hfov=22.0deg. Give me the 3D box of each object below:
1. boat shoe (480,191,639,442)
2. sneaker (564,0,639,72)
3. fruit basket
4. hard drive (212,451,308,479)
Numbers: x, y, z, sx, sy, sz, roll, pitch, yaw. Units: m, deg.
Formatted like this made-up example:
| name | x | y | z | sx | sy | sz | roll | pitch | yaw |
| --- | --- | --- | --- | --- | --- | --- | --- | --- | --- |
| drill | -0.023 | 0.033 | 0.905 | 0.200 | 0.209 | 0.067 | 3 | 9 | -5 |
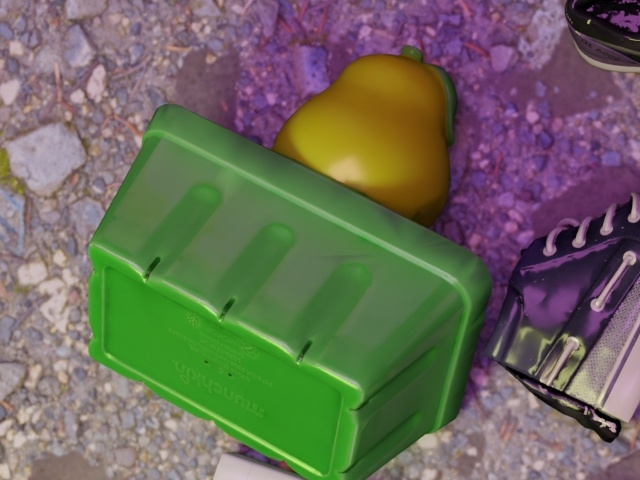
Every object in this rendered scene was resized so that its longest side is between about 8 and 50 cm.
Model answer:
| name | x | y | z | sx | sy | sz | roll | pitch | yaw |
| --- | --- | --- | --- | --- | --- | --- | --- | --- | --- |
| boat shoe | 0.274 | 0.003 | 1.511 | 0.158 | 0.127 | 0.340 | 26 | 92 | 11 |
| sneaker | 0.365 | -0.195 | 1.508 | 0.283 | 0.124 | 0.107 | 2 | 85 | 16 |
| fruit basket | 0.000 | 0.000 | 1.565 | 0.392 | 0.283 | 0.392 | 4 | 47 | -4 |
| hard drive | 0.036 | 0.370 | 1.586 | 0.353 | 0.047 | 0.233 | 17 | 89 | 18 |
